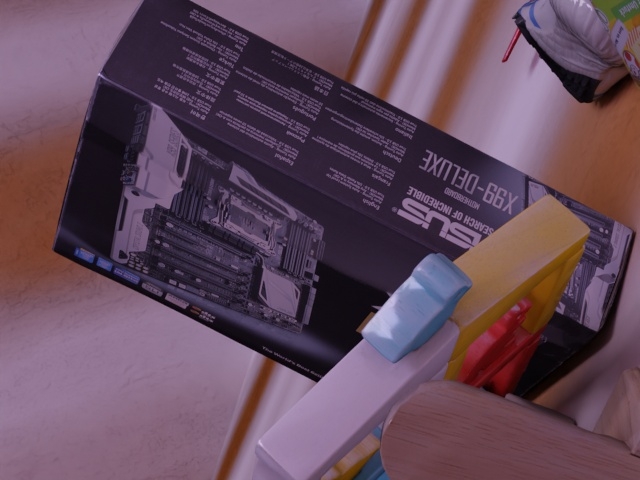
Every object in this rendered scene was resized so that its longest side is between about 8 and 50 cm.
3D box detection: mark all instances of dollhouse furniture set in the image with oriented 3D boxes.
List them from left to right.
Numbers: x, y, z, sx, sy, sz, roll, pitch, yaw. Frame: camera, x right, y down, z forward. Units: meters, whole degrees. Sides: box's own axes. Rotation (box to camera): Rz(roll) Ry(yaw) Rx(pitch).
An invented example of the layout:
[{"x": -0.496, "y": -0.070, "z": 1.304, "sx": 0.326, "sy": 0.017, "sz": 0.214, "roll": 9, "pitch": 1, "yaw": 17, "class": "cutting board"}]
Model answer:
[{"x": 0.040, "y": 0.134, "z": 0.743, "sx": 0.355, "sy": 0.174, "sz": 0.303, "roll": -88, "pitch": 21, "yaw": -72, "class": "dollhouse furniture set"}]

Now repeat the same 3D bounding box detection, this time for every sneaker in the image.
[{"x": 0.182, "y": -0.146, "z": 0.992, "sx": 0.086, "sy": 0.085, "sz": 0.237, "roll": -39, "pitch": 1, "yaw": -1, "class": "sneaker"}]

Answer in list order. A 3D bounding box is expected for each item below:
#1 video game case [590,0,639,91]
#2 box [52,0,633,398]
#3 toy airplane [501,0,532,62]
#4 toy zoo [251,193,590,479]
[{"x": 0.161, "y": -0.173, "z": 0.758, "sx": 0.026, "sy": 0.206, "sz": 0.227, "roll": -29, "pitch": 1, "yaw": -9, "class": "video game case"}, {"x": 0.000, "y": 0.000, "z": 0.937, "sx": 0.076, "sy": 0.307, "sz": 0.242, "roll": -64, "pitch": 4, "yaw": -27, "class": "box"}, {"x": 0.192, "y": -0.218, "z": 1.333, "sx": 0.151, "sy": 0.028, "sz": 0.151, "roll": -157, "pitch": 90, "yaw": -84, "class": "toy airplane"}, {"x": 0.040, "y": 0.091, "z": 0.761, "sx": 0.192, "sy": 0.030, "sz": 0.293, "roll": -38, "pitch": -20, "yaw": -26, "class": "toy zoo"}]
